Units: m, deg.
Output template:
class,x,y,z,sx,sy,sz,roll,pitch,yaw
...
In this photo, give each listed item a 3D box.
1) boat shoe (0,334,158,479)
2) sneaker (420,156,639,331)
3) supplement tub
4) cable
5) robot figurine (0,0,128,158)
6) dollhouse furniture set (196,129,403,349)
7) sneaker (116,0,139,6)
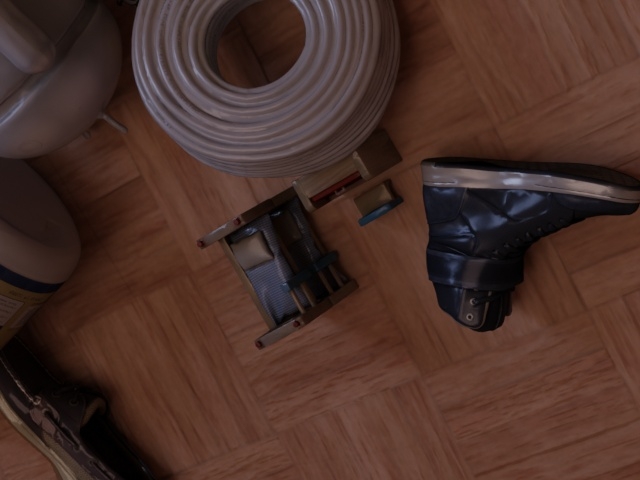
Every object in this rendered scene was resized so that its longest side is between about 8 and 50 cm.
class,x,y,z,sx,sy,sz,roll,pitch,yaw
boat shoe,-0.284,0.209,1.794,0.092,0.103,0.285,-39,84,20
sneaker,0.197,0.007,1.465,0.226,0.086,0.163,5,98,36
supplement tub,-0.439,0.051,1.699,0.316,0.228,0.228,-45,83,13
cable,-0.053,-0.189,1.488,0.257,0.089,0.257,17,86,15
robot figurine,-0.345,-0.223,1.582,0.353,0.300,0.200,43,86,-21
dollhouse furniture set,0.000,0.000,1.550,0.183,0.129,0.129,-30,92,32
sneaker,-0.177,-0.266,1.610,0.098,0.038,0.069,-8,105,39
